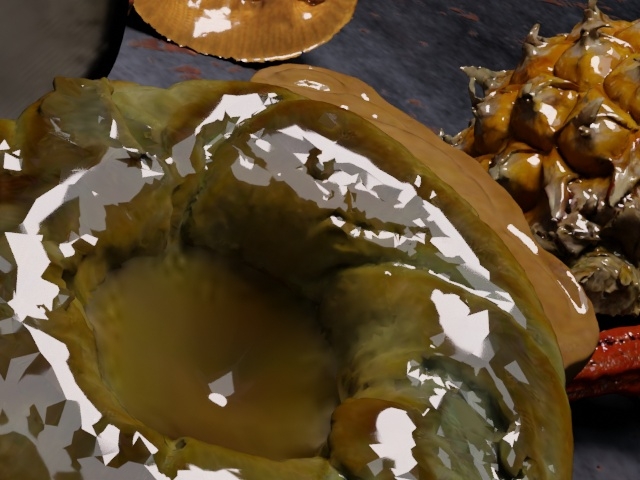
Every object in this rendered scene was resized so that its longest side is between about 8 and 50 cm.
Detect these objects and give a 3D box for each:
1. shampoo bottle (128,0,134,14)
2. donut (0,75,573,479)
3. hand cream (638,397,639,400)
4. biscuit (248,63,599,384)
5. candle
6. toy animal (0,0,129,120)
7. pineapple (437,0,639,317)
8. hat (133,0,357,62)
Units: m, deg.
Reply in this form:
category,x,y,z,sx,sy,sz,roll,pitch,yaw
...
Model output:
category,x,y,z,sx,sy,sz,roll,pitch,yaw
shampoo bottle,-0.210,-0.245,1.266,0.085,0.085,0.244,11,36,-33
donut,-0.044,0.081,0.805,0.360,0.170,0.360,11,49,-13
hand cream,0.261,0.113,1.208,0.084,0.053,0.142,13,24,-28
biscuit,0.000,0.000,1.057,0.312,0.057,0.351,-3,43,-29
candle,0.176,0.086,1.119,0.329,0.048,0.051,-6,5,-33
toy animal,-0.253,-0.188,1.009,0.251,0.251,0.310,16,22,-27
pineapple,0.240,-0.073,1.206,0.344,0.209,0.286,17,21,19
hat,-0.104,-0.281,1.390,0.244,0.233,0.233,29,0,-29
